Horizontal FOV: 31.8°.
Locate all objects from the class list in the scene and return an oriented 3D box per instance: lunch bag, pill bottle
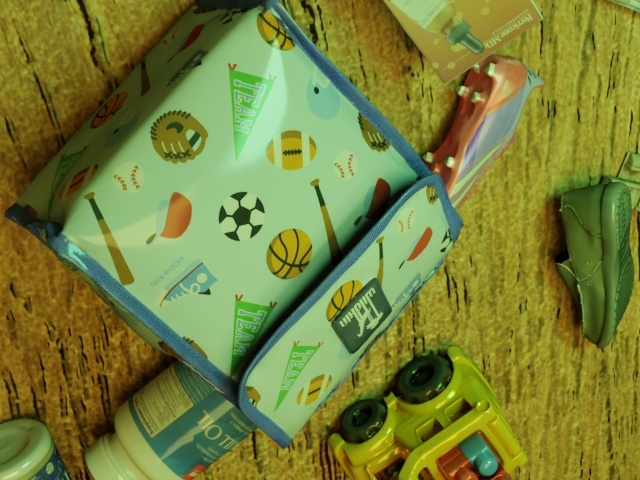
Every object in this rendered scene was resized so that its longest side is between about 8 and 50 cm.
[{"bbox_3d":[-0.059,-0.009,1.161,0.328,0.239,0.385,-48,118,-9],"label":"lunch bag"},{"bbox_3d":[-0.341,0.315,1.326,0.112,0.112,0.187,-21,118,-8],"label":"pill bottle"},{"bbox_3d":[-0.164,0.216,1.330,0.221,0.124,0.124,-39,119,3],"label":"pill bottle"}]

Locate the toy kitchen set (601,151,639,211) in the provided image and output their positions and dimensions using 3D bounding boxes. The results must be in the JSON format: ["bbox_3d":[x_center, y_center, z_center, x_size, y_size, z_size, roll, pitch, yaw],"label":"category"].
[{"bbox_3d":[0.409,-0.065,1.410,0.083,0.075,0.068,9,109,-25],"label":"toy kitchen set"}]

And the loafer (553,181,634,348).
[{"bbox_3d":[0.349,0.028,1.440,0.094,0.087,0.251,-48,140,-44],"label":"loafer"}]

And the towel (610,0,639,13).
[{"bbox_3d":[0.338,-0.383,1.269,0.285,0.034,0.209,17,108,-24],"label":"towel"}]

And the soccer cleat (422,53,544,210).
[{"bbox_3d":[0.177,-0.100,1.323,0.095,0.083,0.248,17,105,-28],"label":"soccer cleat"}]

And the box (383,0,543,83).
[{"bbox_3d":[0.135,-0.281,1.203,0.130,0.091,0.170,-34,119,15],"label":"box"}]

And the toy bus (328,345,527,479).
[{"bbox_3d":[0.146,0.275,1.406,0.220,0.211,0.149,-35,120,2],"label":"toy bus"}]
